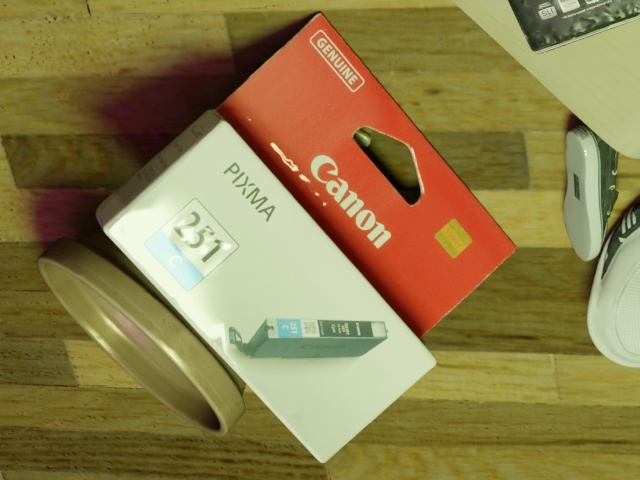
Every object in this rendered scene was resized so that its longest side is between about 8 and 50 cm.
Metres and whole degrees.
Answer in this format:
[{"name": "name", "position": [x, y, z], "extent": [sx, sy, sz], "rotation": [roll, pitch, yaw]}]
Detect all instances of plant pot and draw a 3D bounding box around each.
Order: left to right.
[{"name": "plant pot", "position": [-0.142, 0.062, 1.777], "extent": [0.237, 0.110, 0.237], "rotation": [38, 164, 13]}]

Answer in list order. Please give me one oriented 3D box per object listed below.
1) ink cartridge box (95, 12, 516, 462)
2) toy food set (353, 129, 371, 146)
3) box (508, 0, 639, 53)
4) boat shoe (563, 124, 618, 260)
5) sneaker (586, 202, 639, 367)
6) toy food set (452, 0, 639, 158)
[{"name": "ink cartridge box", "position": [0.000, 0.000, 1.651], "extent": [0.261, 0.066, 0.296], "rotation": [-42, 110, -1]}, {"name": "toy food set", "position": [-0.039, -0.040, 1.740], "extent": [0.132, 0.038, 0.192], "rotation": [23, 130, -1]}, {"name": "box", "position": [0.243, -0.299, 1.322], "extent": [0.322, 0.079, 0.257], "rotation": [-19, 110, 26]}, {"name": "boat shoe", "position": [0.237, -0.042, 1.650], "extent": [0.040, 0.049, 0.142], "rotation": [-20, 133, -15]}, {"name": "sneaker", "position": [0.338, 0.030, 1.564], "extent": [0.137, 0.210, 0.366], "rotation": [36, 129, -11]}, {"name": "toy food set", "position": [0.230, -0.227, 1.491], "extent": [0.306, 0.092, 0.220], "rotation": [42, 130, -7]}]
